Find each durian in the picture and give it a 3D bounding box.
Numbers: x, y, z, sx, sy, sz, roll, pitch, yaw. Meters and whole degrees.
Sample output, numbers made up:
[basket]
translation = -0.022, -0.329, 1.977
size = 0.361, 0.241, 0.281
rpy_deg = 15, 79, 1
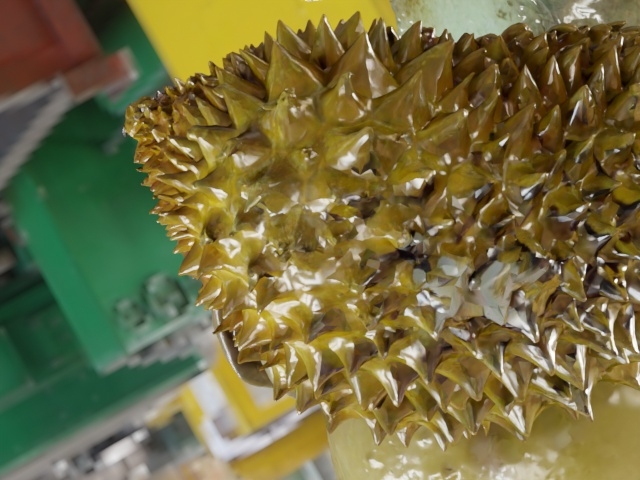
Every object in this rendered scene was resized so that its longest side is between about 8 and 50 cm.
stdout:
[durian]
translation = 0.061, 0.005, 0.756
size = 0.249, 0.183, 0.138
rpy_deg = -2, -170, -21

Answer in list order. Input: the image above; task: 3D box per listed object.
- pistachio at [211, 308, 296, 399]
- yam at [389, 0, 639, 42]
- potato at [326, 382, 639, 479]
[pistachio]
translation = 0.000, 0.000, 1.259
size = 0.131, 0.206, 0.129
rpy_deg = 11, -177, -22
[yam]
translation = 0.177, -0.161, 1.117
size = 0.268, 0.161, 0.161
rpy_deg = -34, 176, -21
[potato]
translation = 0.122, 0.096, 0.984
size = 0.285, 0.242, 0.242
rpy_deg = 12, -157, 36
